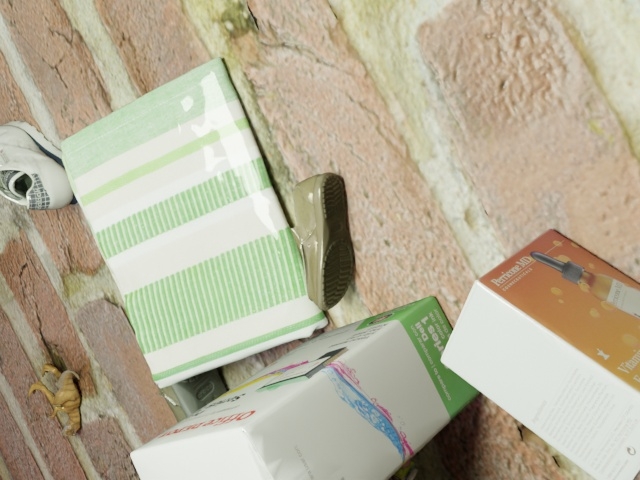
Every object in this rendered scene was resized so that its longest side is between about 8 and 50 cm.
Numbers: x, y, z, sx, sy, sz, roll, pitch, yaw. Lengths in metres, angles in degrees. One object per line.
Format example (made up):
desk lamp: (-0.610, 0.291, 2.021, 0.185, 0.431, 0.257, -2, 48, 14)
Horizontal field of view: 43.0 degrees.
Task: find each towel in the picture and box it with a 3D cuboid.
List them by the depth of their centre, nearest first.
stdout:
towel: (-0.153, -0.010, 0.948, 0.247, 0.038, 0.325, -22, 92, 21)

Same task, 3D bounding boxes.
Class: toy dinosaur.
toy dinosaur: (-0.437, 0.252, 1.391, 0.112, 0.064, 0.212, 25, 136, 11)

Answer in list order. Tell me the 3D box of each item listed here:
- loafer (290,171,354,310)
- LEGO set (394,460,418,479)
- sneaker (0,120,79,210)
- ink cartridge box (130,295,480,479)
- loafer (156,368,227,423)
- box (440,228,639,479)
loafer: (0.000, 0.000, 0.857, 0.050, 0.056, 0.148, 11, 106, 41)
LEGO set: (0.099, 0.314, 0.905, 0.287, 0.107, 0.132, 31, 162, 24)
sneaker: (-0.446, -0.110, 1.192, 0.235, 0.094, 0.090, 26, 127, 34)
ink cartridge box: (-0.011, 0.177, 0.786, 0.201, 0.278, 0.117, -25, 92, 46)
loafer: (-0.190, 0.176, 1.086, 0.087, 0.094, 0.251, -7, 104, 40)
box: (0.208, 0.088, 0.646, 0.170, 0.130, 0.091, 36, 131, 25)
